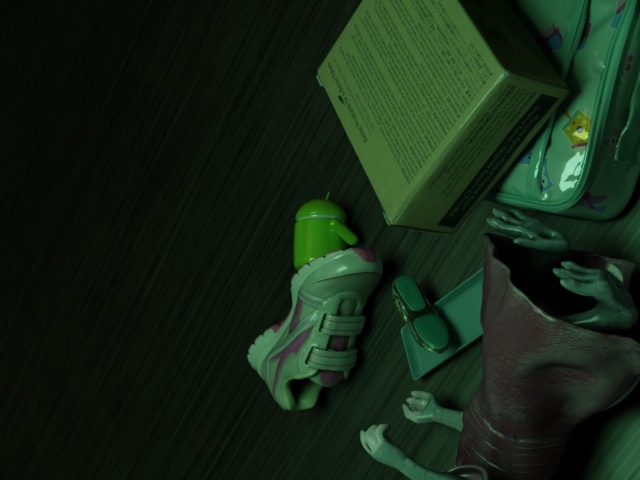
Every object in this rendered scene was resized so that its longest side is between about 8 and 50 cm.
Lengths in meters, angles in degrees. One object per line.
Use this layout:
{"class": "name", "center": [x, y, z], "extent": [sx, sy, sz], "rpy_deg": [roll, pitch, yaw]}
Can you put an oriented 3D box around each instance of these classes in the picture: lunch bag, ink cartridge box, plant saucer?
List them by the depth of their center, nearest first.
{"class": "ink cartridge box", "center": [0.109, -0.154, 1.104], "extent": [0.193, 0.088, 0.234], "rpy_deg": [-54, 42, 34]}
{"class": "lunch bag", "center": [0.232, -0.165, 1.106], "extent": [0.224, 0.108, 0.279], "rpy_deg": [18, 97, 55]}
{"class": "plant saucer", "center": [0.157, 0.083, 1.226], "extent": [0.192, 0.018, 0.067], "rpy_deg": [-41, 50, 40]}

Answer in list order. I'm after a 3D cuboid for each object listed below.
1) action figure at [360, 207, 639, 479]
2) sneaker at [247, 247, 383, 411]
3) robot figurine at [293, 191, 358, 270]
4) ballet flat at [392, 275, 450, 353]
{"class": "action figure", "center": [0.194, 0.169, 1.068], "extent": [0.276, 0.248, 0.370], "rpy_deg": [14, 110, 13]}
{"class": "sneaker", "center": [0.009, 0.113, 1.364], "extent": [0.252, 0.103, 0.111], "rpy_deg": [-59, 44, 36]}
{"class": "robot figurine", "center": [0.000, 0.000, 1.420], "extent": [0.101, 0.067, 0.115], "rpy_deg": [-23, 62, 59]}
{"class": "ballet flat", "center": [0.111, 0.089, 1.248], "extent": [0.041, 0.041, 0.114], "rpy_deg": [-56, 41, 29]}
